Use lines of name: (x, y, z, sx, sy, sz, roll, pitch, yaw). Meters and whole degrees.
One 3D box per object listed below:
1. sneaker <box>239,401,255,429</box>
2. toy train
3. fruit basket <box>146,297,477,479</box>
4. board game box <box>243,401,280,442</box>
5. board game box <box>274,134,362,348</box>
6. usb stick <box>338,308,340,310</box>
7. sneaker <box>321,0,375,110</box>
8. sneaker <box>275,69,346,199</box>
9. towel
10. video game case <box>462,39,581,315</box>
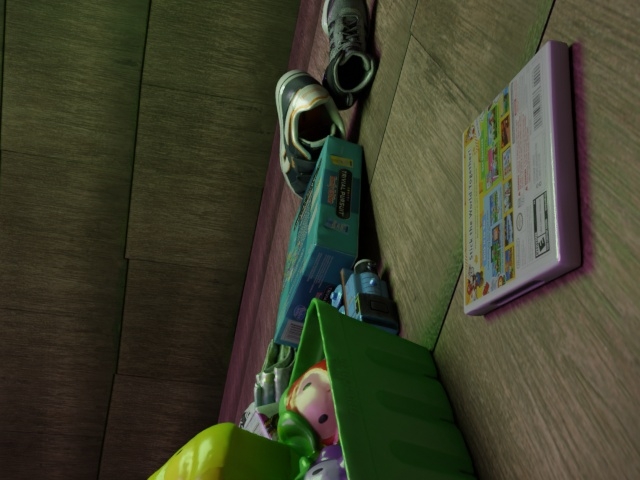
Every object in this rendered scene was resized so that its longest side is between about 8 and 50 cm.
sneaker: (-0.115, 0.528, 1.662, 0.210, 0.137, 0.366, -98, 15, -52)
toy train: (0.068, 0.108, 1.191, 0.184, 0.080, 0.105, -93, 25, -51)
fruit basket: (-0.038, 0.268, 0.875, 0.392, 0.392, 0.283, -103, 24, -61)
board game box: (-0.059, 0.463, 1.145, 0.319, 0.065, 0.318, 58, 136, 30)
board game box: (0.000, 0.000, 1.439, 0.336, 0.079, 0.254, -83, 13, -50)
usb stick: (-0.010, 0.179, 1.594, 0.278, 0.045, 0.077, 116, 166, -58)
sneaker: (0.062, -0.394, 1.510, 0.153, 0.101, 0.269, -138, 51, -75)
sneaker: (-0.016, -0.187, 1.583, 0.127, 0.126, 0.321, 49, 160, 45)
towel: (-0.061, 0.381, 1.404, 0.320, 0.090, 0.375, -70, -20, -83)
video game case: (0.198, -0.054, 0.781, 0.206, 0.026, 0.227, 127, 148, -67)
